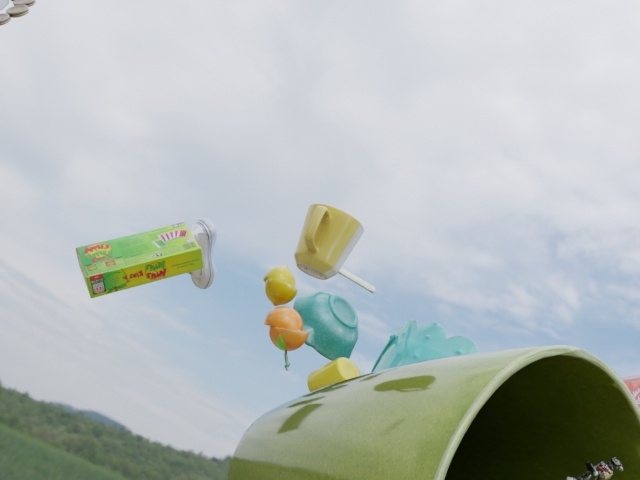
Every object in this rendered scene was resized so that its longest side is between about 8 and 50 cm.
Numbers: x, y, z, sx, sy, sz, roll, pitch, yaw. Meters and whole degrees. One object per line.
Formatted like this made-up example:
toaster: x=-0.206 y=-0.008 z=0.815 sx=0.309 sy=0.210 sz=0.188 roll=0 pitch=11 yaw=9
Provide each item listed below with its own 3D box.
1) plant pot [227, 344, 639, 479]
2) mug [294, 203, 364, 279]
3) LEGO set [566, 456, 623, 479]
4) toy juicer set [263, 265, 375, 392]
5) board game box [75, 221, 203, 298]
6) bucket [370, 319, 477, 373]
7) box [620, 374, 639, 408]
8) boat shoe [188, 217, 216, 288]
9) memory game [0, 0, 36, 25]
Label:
plant pot: x=0.061 y=0.214 z=0.529 sx=0.275 sy=0.274 sz=0.294 roll=39 pitch=-27 yaw=-29
mug: x=-0.001 y=0.001 z=0.678 sx=0.062 sy=0.064 sz=0.078 roll=5 pitch=-27 yaw=49
LEGO set: x=0.175 y=0.168 z=0.440 sx=0.023 sy=0.083 sz=0.054 roll=54 pitch=-33 yaw=37
toy juicer set: x=-0.015 y=0.116 z=1.112 sx=0.209 sy=0.329 sz=0.089 roll=42 pitch=-64 yaw=-12
board game box: x=-0.293 y=0.029 z=1.083 sx=0.092 sy=0.182 sz=0.043 roll=47 pitch=-35 yaw=49
bucket: x=0.200 y=0.298 z=1.173 sx=0.281 sy=0.183 sz=0.281 roll=33 pitch=-28 yaw=20
box: x=0.277 y=0.247 z=0.787 sx=0.123 sy=0.128 sz=0.257 roll=1 pitch=-21 yaw=-37
boat shoe: x=-0.295 y=0.040 z=1.560 sx=0.083 sy=0.076 sz=0.226 roll=39 pitch=-39 yaw=27
memory game: x=-0.572 y=-0.385 z=1.121 sx=0.186 sy=0.186 sz=0.012 roll=14 pitch=-45 yaw=23
